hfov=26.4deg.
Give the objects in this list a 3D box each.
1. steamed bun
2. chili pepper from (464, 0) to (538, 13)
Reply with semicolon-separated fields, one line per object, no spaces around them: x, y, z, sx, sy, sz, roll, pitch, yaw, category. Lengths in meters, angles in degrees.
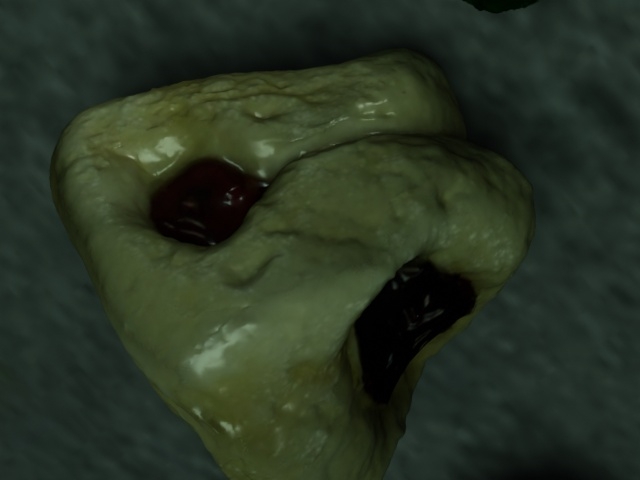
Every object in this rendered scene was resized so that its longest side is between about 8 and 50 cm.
0.000;0.000;0.524;0.155;0.172;0.141;-34;145;-2;steamed bun
0.027;-0.169;0.483;0.216;0.062;0.108;41;115;-5;chili pepper
